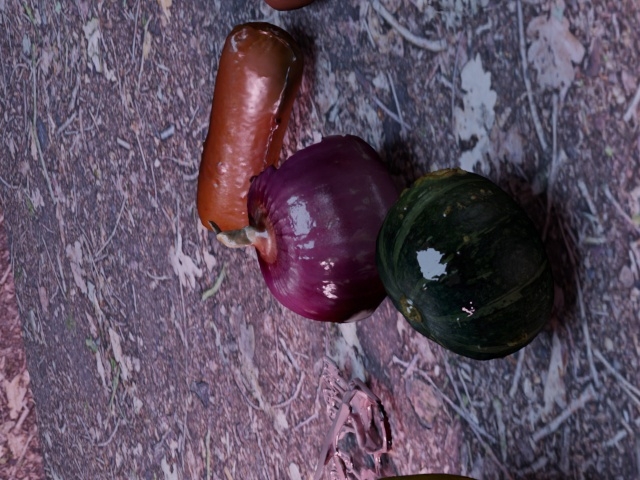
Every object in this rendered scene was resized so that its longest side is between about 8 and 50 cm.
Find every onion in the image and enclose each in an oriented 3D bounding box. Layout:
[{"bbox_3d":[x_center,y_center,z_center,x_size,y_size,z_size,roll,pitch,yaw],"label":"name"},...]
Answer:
[{"bbox_3d":[0.012,-0.003,1.759,0.207,0.200,0.201,-41,62,37],"label":"onion"}]

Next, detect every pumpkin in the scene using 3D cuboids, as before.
[{"bbox_3d":[0.135,0.022,1.539,0.190,0.146,0.190,34,150,22],"label":"pumpkin"}]

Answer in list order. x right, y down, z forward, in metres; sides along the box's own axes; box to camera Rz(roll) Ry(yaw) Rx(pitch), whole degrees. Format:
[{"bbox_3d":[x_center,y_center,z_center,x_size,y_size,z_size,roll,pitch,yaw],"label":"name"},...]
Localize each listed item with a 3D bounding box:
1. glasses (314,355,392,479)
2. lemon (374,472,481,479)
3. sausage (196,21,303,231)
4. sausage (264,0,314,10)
[{"bbox_3d":[0.023,0.268,1.926,0.162,0.095,0.255,-161,65,-70],"label":"glasses"},{"bbox_3d":[0.103,0.373,1.523,0.364,0.364,0.364,34,130,55],"label":"lemon"},{"bbox_3d":[-0.090,-0.134,1.985,0.102,0.102,0.330,59,148,35],"label":"sausage"},{"bbox_3d":[-0.037,-0.292,1.857,0.094,0.054,0.059,1,61,61],"label":"sausage"}]
